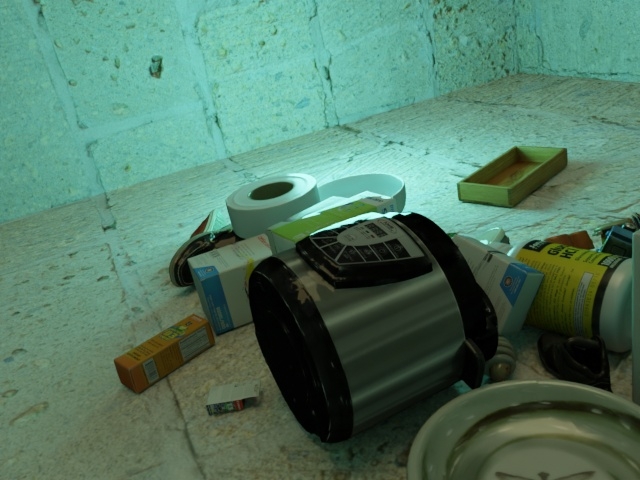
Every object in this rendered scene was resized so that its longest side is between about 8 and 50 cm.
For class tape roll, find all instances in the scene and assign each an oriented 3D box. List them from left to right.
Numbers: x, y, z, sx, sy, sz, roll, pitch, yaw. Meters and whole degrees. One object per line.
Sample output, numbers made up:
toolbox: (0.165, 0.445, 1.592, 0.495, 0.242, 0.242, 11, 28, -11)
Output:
tape roll: (-0.142, -0.108, 1.866, 0.286, 0.100, 0.286, -11, 25, 5)

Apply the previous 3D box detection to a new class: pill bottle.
pill bottle: (0.503, 0.101, 1.303, 0.187, 0.188, 0.333, -28, 28, -34)

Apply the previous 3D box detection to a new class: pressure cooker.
pressure cooker: (0.109, 0.140, 1.183, 0.420, 0.370, 0.375, -20, -7, -20)

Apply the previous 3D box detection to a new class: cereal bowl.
cereal bowl: (0.121, -0.102, 2.016, 0.338, 0.141, 0.339, -9, 23, 4)

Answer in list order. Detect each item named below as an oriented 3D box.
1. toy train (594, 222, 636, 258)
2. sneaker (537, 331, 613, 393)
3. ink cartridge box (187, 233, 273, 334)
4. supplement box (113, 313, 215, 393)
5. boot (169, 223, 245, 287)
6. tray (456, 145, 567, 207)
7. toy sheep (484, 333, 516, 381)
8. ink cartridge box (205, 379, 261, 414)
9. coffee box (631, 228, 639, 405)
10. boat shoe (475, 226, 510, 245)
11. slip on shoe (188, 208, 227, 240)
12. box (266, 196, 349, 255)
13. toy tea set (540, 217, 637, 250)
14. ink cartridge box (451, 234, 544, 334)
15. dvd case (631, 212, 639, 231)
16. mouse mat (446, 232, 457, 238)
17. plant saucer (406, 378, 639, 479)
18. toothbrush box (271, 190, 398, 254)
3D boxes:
toy train: (0.649, 0.048, 1.368, 0.080, 0.184, 0.105, 29, 28, 22)
sneaker: (0.475, 0.209, 1.148, 0.087, 0.130, 0.227, -9, 21, 2)
ink cartridge box: (-0.210, 0.111, 1.646, 0.232, 0.168, 0.171, -19, 23, -17)
supplement box: (-0.372, 0.268, 1.480, 0.078, 0.080, 0.233, 14, 32, 42)
boot: (-0.242, 0.047, 1.867, 0.284, 0.138, 0.377, 9, 25, 39)
tray: (0.676, -0.231, 2.138, 0.202, 0.076, 0.410, 12, 31, 44)
toy sheep: (0.345, 0.227, 1.222, 0.091, 0.091, 0.132, -8, 40, 8)
ink cartridge box: (-0.182, 0.333, 1.301, 0.115, 0.029, 0.063, -9, 23, 3)
coffee box: (0.747, 0.111, 0.978, 0.338, 0.335, 0.337, -24, 25, -32)
boat shoe: (0.375, 0.093, 1.481, 0.319, 0.099, 0.116, -44, 14, -33)
slip on shoe: (-0.391, -0.015, 2.102, 0.101, 0.123, 0.331, -13, 26, 13)
box: (0.000, 0.000, 1.564, 0.232, 0.149, 0.126, -27, 26, -31)
toy tea set: (0.671, 0.034, 1.528, 0.335, 0.124, 0.200, -14, -7, 2)
ink cartridge box: (0.345, 0.089, 1.278, 0.082, 0.140, 0.190, 5, 20, -41)
dvd case: (0.793, 0.033, 1.401, 0.018, 0.164, 0.221, -50, 4, 31)
mouse mat: (0.318, 0.018, 1.818, 0.189, 0.007, 0.153, -9, 23, 9)
plant saucer: (0.331, 0.363, 0.897, 0.400, 0.101, 0.400, -10, 22, 4)
toothbrush box: (0.050, 0.031, 1.438, 0.283, 0.206, 0.122, -24, 25, -24)
